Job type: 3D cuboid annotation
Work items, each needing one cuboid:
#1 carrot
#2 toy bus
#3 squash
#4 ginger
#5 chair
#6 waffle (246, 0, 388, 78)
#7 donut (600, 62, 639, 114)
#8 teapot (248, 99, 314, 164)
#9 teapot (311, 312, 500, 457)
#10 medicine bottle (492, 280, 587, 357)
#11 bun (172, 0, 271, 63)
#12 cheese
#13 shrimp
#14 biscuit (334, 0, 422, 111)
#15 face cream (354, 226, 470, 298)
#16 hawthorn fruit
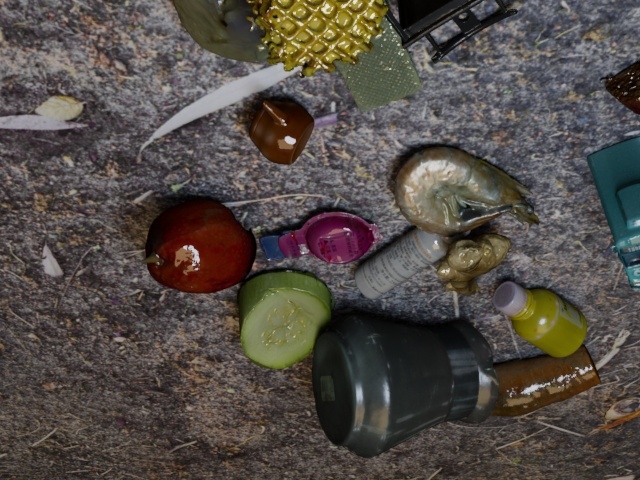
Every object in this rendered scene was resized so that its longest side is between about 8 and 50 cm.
[{"bbox_3d":[0.509,0.343,1.970,0.301,0.139,0.139,-20,133,19],"label":"carrot"},{"bbox_3d":[0.566,-0.053,1.456,0.128,0.256,0.147,-21,130,21],"label":"toy bus"},{"bbox_3d":[-0.075,0.164,1.790,0.220,0.133,0.220,-2,132,-2],"label":"squash"},{"bbox_3d":[0.300,0.048,1.643,0.147,0.081,0.334,-33,164,-10],"label":"ginger"},{"bbox_3d":[0.171,-0.365,1.213,0.154,0.141,0.260,-27,128,26],"label":"chair"},{"bbox_3d":[-0.003,-0.317,1.095,0.197,0.070,0.193,-20,133,-2],"label":"waffle"},{"bbox_3d":[0.600,-0.270,1.347,0.141,0.085,0.217,31,127,-28],"label":"donut"},{"bbox_3d":[-0.077,-0.193,1.427,0.116,0.116,0.173,2,164,-2],"label":"teapot"},{"bbox_3d":[0.175,0.312,1.827,0.361,0.306,0.376,-2,170,-21],"label":"teapot"},{"bbox_3d":[0.469,0.161,1.780,0.212,0.122,0.122,30,129,-28],"label":"medicine bottle"},{"bbox_3d":[-0.097,-0.370,1.187,0.272,0.168,0.273,0,145,0],"label":"bun"},{"bbox_3d":[0.000,0.000,1.654,0.244,0.062,0.155,-8,135,11],"label":"cheese"},{"bbox_3d":[0.280,-0.070,1.547,0.317,0.077,0.168,23,111,-20],"label":"shrimp"},{"bbox_3d":[0.082,-0.306,1.343,0.121,0.041,0.199,-19,133,17],"label":"biscuit"},{"bbox_3d":[0.188,0.027,1.667,0.082,0.082,0.269,34,128,-31],"label":"face cream"},{"bbox_3d":[-0.249,0.022,1.563,0.251,0.190,0.189,-16,154,-44],"label":"hawthorn fruit"}]
